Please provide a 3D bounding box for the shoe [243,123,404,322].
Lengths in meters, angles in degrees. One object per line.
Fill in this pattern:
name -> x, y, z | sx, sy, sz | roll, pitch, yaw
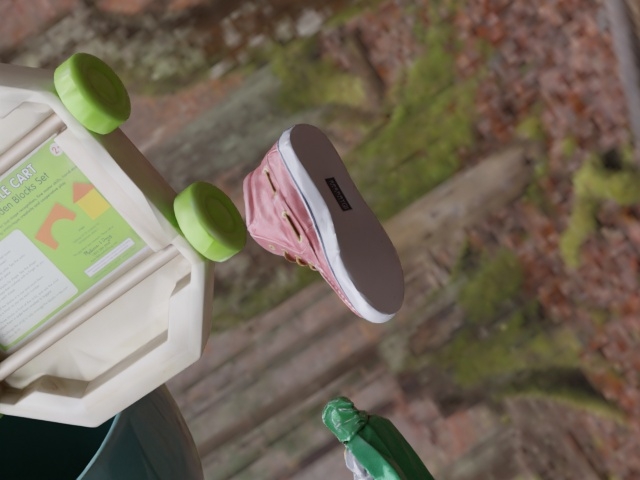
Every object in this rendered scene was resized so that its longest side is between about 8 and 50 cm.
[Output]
shoe -> 0.000, 0.000, 1.215 | 0.063, 0.081, 0.178 | -8, -116, -44

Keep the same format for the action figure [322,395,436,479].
action figure -> 0.076, 0.230, 1.304 | 0.232, 0.063, 0.137 | 56, -156, -2

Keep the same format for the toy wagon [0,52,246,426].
toy wagon -> -0.228, -0.023, 1.057 | 0.344, 0.267, 0.068 | 49, -156, -16

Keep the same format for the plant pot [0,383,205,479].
plant pot -> -0.234, 0.221, 1.320 | 0.235, 0.293, 0.293 | 58, -179, -40
